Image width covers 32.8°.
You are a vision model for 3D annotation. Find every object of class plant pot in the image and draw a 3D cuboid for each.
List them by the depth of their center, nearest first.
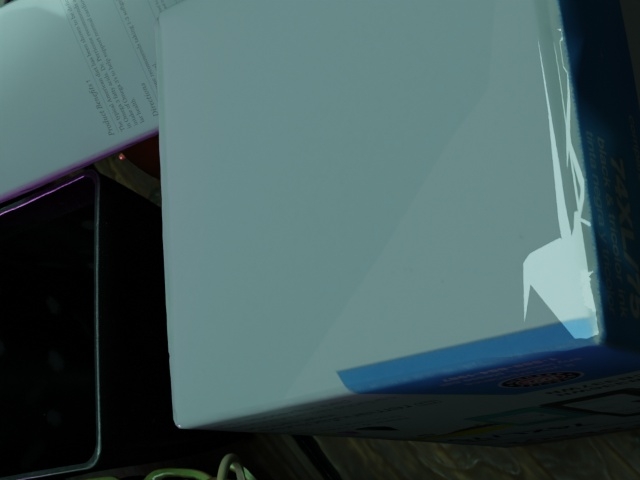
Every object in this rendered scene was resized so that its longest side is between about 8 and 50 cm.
[{"bbox_3d":[-0.154,0.079,0.770,0.187,0.167,0.188,-18,68,36],"label":"plant pot"}]

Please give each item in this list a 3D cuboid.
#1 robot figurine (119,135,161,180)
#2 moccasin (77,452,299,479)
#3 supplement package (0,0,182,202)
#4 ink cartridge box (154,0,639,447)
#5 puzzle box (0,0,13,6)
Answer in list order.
[{"bbox_3d":[-0.077,-0.131,0.787,0.158,0.128,0.219,33,103,0],"label":"robot figurine"},{"bbox_3d":[-0.038,0.197,0.653,0.380,0.147,0.139,4,82,41],"label":"moccasin"},{"bbox_3d":[-0.146,-0.103,0.681,0.179,0.105,0.105,-21,98,10],"label":"supplement package"},{"bbox_3d":[0.090,-0.014,0.517,0.198,0.270,0.197,-18,69,36],"label":"ink cartridge box"},{"bbox_3d":[-0.218,-0.300,0.887,0.052,0.272,0.409,13,87,-3],"label":"puzzle box"}]
